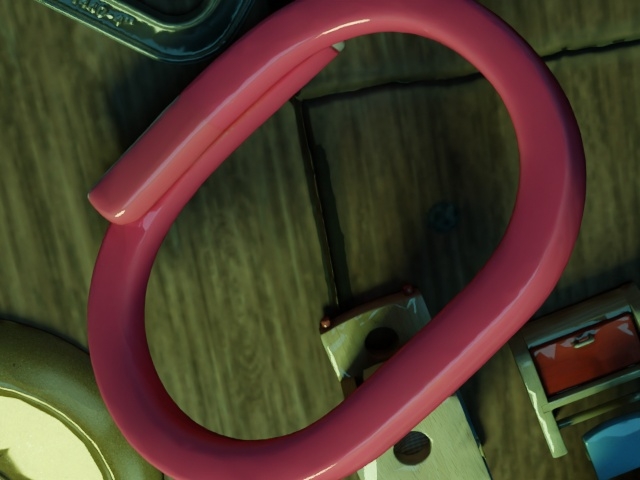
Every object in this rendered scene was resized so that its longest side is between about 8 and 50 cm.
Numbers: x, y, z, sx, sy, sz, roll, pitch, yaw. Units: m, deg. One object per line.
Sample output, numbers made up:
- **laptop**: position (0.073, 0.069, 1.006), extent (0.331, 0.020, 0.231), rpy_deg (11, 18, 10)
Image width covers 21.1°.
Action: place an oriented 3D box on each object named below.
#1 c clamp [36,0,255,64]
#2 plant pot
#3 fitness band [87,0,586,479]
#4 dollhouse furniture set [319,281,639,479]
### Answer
- **c clamp**: position (-0.081, -0.162, 0.882), extent (0.161, 0.022, 0.137), rpy_deg (19, 115, -18)
- **plant pot**: position (-0.209, 0.156, 0.999), extent (0.236, 0.032, 0.236), rpy_deg (-3, 114, -7)
- **fitness band**: position (0.000, 0.000, 0.880), extent (0.291, 0.054, 0.209), rpy_deg (-44, 72, 10)
- **dollhouse furniture set**: position (0.110, 0.091, 0.961), extent (0.184, 0.129, 0.129), rpy_deg (-22, 115, 3)
